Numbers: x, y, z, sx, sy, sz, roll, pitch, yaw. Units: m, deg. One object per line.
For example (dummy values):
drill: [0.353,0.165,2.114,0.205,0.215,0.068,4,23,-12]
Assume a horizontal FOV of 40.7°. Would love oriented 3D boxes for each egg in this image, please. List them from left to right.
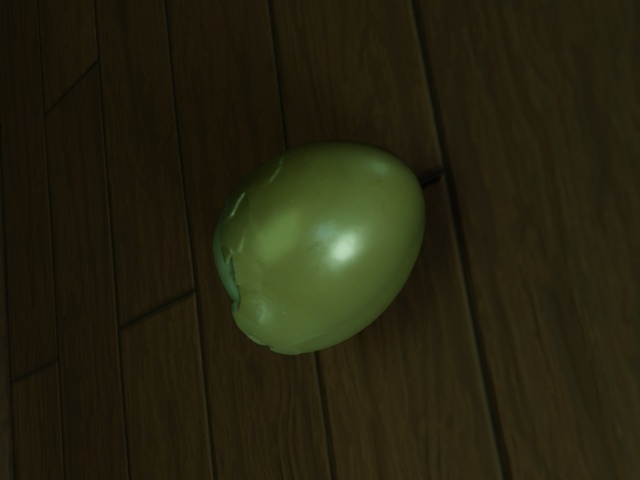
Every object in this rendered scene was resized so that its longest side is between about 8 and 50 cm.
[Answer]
egg: [0.000,0.000,0.883,0.244,0.201,0.201,-37,58,28]
